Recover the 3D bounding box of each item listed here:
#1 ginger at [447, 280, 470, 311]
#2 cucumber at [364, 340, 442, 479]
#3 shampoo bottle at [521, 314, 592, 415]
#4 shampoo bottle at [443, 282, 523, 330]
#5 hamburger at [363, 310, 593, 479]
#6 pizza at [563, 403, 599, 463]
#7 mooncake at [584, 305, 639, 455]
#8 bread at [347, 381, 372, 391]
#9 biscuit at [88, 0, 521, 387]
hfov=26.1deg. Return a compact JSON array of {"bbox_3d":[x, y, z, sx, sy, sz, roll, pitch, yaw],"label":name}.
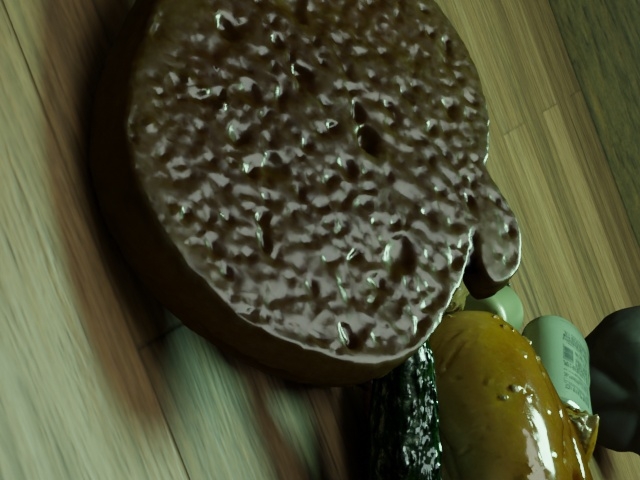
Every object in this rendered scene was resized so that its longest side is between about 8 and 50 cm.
[{"bbox_3d":[0.116,0.030,1.486,0.165,0.067,0.096,11,60,-54],"label":"ginger"},{"bbox_3d":[0.064,0.201,1.071,0.067,0.067,0.293,15,72,-68],"label":"cucumber"},{"bbox_3d":[0.308,0.208,1.798,0.118,0.087,0.234,60,22,-27],"label":"shampoo bottle"},{"bbox_3d":[0.193,0.088,1.610,0.079,0.079,0.162,71,18,3],"label":"shampoo bottle"},{"bbox_3d":[0.152,0.213,1.240,0.290,0.170,0.314,53,23,-56],"label":"hamburger"},{"bbox_3d":[0.202,0.188,1.435,0.053,0.201,0.193,-18,69,-40],"label":"pizza"},{"bbox_3d":[0.497,0.220,2.099,0.245,0.245,0.133,65,24,-14],"label":"mooncake"},{"bbox_3d":[0.000,0.000,1.131,0.210,0.099,0.235,33,40,-61],"label":"bread"},{"bbox_3d":[0.001,-0.067,1.024,0.350,0.070,0.394,37,47,-14],"label":"biscuit"}]
